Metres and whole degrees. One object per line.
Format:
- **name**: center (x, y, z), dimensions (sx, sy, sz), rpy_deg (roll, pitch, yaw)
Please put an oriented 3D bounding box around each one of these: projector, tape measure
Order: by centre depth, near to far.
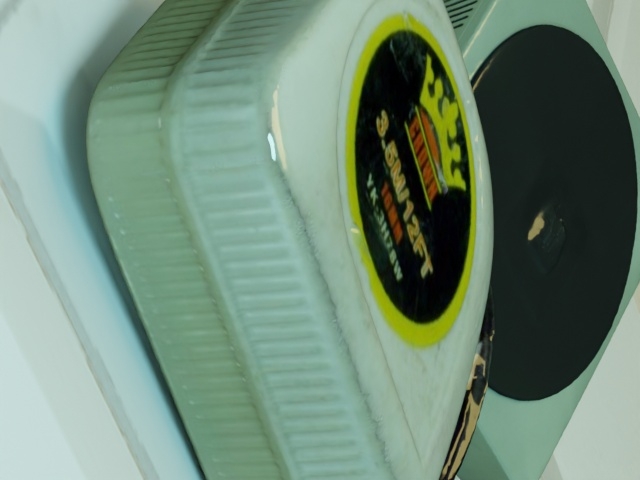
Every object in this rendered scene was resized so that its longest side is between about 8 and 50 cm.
- **tape measure**: center (0.000, 0.000, 0.923), dimensions (0.231, 0.133, 0.271), rpy_deg (-58, 135, -52)
- **projector**: center (0.108, -0.019, 1.205), dimensions (0.257, 0.079, 0.259), rpy_deg (-59, 136, -30)
